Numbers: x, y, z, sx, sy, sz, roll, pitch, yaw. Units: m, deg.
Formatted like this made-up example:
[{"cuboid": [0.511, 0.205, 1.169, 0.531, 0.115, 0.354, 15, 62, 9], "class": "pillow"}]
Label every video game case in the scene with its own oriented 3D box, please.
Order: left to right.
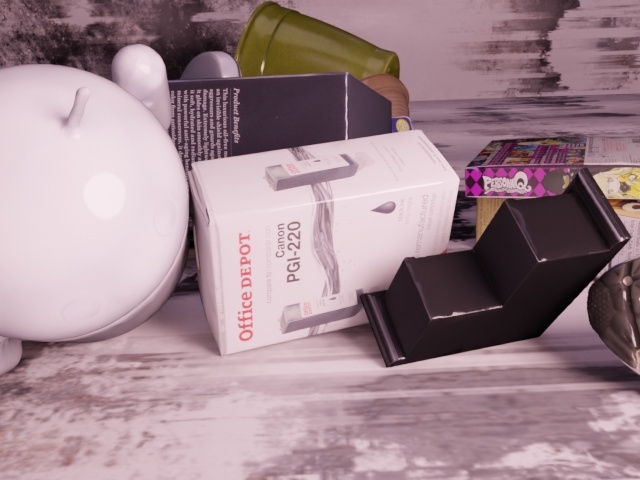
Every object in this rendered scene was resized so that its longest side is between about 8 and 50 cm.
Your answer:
[{"cuboid": [0.300, -0.093, 0.881, 0.210, 0.041, 0.232, 2, 16, 20], "class": "video game case"}]

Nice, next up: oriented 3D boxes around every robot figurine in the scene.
[{"cuboid": [-0.209, -0.016, 0.588, 0.200, 0.300, 0.353, 26, -13, -5], "class": "robot figurine"}]

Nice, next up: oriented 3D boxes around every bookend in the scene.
[{"cuboid": [0.133, 0.025, 0.584, 0.157, 0.156, 0.072, -8, 57, -19], "class": "bookend"}]

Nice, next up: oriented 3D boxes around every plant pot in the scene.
[{"cuboid": [0.006, -0.394, 1.842, 0.353, 0.366, 0.366, 15, 20, 14], "class": "plant pot"}, {"cuboid": [0.091, -0.198, 1.394, 0.237, 0.237, 0.109, -16, 62, -41], "class": "plant pot"}]

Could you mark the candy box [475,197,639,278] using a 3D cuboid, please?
[{"cuboid": [0.361, -0.016, 0.839, 0.183, 0.087, 0.316, -13, 18, -34], "class": "candy box"}]

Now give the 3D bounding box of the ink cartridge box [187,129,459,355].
[{"cuboid": [0.000, 0.000, 0.644, 0.218, 0.158, 0.092, -10, 40, -14], "class": "ink cartridge box"}]

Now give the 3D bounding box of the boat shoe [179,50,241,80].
[{"cuboid": [-0.183, -0.212, 1.317, 0.156, 0.135, 0.367, -7, -23, -30], "class": "boat shoe"}]

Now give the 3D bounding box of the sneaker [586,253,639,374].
[{"cuboid": [0.373, 0.061, 0.558, 0.330, 0.129, 0.147, 3, 2, 4], "class": "sneaker"}]

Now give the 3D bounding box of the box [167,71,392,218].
[{"cuboid": [-0.066, -0.119, 0.982, 0.294, 0.182, 0.296, 1, 5, 15], "class": "box"}]

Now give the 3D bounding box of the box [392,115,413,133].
[{"cuboid": [0.063, -0.145, 1.259, 0.225, 0.136, 0.036, -7, -16, -16], "class": "box"}]
